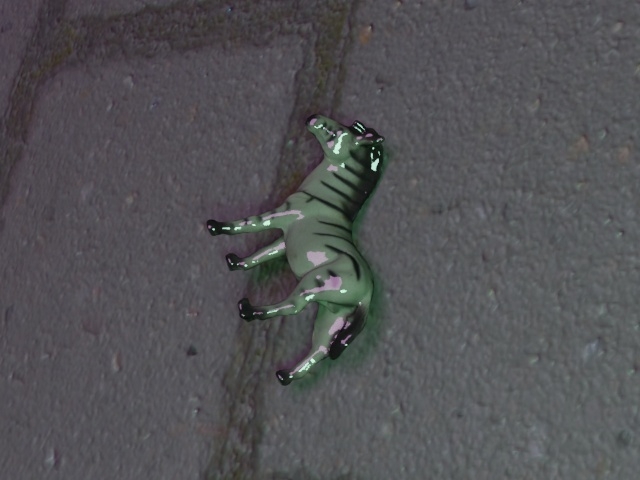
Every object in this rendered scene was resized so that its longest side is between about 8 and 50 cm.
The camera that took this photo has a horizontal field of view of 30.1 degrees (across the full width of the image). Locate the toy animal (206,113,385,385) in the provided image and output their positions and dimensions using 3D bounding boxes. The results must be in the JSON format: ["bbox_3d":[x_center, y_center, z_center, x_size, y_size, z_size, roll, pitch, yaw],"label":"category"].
[{"bbox_3d":[0.001,0.002,1.043,0.176,0.073,0.216,-23,60,2],"label":"toy animal"}]
